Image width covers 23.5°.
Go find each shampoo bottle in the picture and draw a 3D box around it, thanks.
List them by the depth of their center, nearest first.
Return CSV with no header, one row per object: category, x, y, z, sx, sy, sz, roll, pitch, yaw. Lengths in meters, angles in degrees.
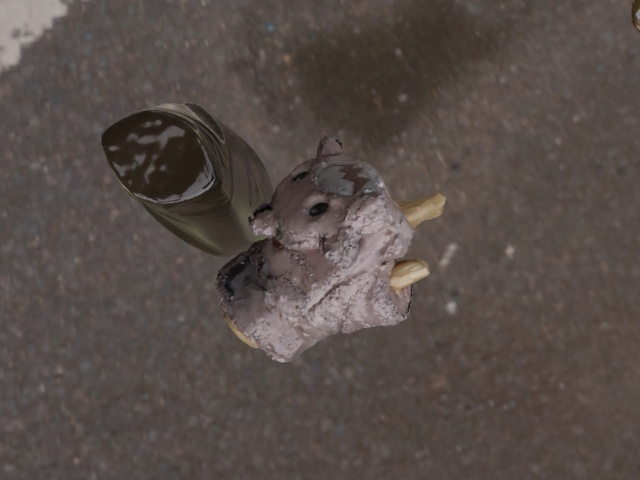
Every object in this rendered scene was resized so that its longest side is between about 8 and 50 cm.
shampoo bottle,-0.097,-0.049,1.202,0.084,0.125,0.350,-26,175,3

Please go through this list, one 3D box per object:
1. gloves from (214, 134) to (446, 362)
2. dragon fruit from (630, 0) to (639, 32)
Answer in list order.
gloves,0.000,0.008,0.933,0.094,0.110,0.144,34,92,-40
dragon fruit,0.136,-0.111,0.383,0.112,0.068,0.126,6,132,-19
